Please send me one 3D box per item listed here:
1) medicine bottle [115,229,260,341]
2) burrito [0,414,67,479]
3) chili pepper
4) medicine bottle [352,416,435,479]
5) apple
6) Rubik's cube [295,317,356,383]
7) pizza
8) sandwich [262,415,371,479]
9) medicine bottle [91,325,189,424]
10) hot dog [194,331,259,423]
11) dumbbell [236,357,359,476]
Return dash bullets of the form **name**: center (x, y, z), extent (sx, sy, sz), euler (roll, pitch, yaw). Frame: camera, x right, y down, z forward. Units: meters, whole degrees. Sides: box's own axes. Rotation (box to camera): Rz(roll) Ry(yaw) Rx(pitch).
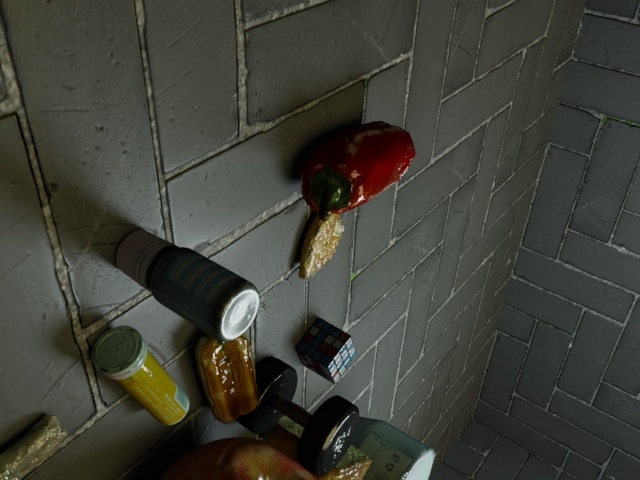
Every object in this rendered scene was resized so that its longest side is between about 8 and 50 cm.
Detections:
- **medicine bottle**: center (-0.178, 0.053, 0.828), extent (0.083, 0.203, 0.084), euler (-42, 145, -39)
- **burrito**: center (-0.402, 0.293, 0.819), extent (0.171, 0.042, 0.051), euler (-40, 133, -40)
- **chili pepper**: center (0.034, -0.111, 1.127), extent (0.338, 0.131, 0.135), euler (-37, 167, -46)
- **medicine bottle**: center (0.112, 0.572, 1.646), extent (0.245, 0.289, 0.245), euler (-37, 141, -38)
- **apple**: center (-0.156, 0.540, 1.113), extent (0.364, 0.363, 0.364), euler (-39, 143, -38)
- **Rubik's cube**: center (0.014, 0.246, 1.421), extent (0.092, 0.092, 0.092), euler (-51, 149, -23)
- **pizza**: center (-0.001, 0.000, 1.258), extent (0.099, 0.035, 0.160), euler (4, 110, -59)
- **sandwich**: center (-0.009, 0.470, 1.435), extent (0.186, 0.214, 0.065), euler (16, 100, -60)
- **medicine bottle**: center (-0.261, 0.211, 0.957), extent (0.074, 0.073, 0.218), euler (-50, 150, -24)
- **hot dog**: center (-0.168, 0.229, 1.133), extent (0.104, 0.076, 0.250), euler (-27, 134, -20)
- **dumbbell**: center (-0.046, 0.349, 1.271), extent (0.152, 0.218, 0.153), euler (-40, 144, -38)
